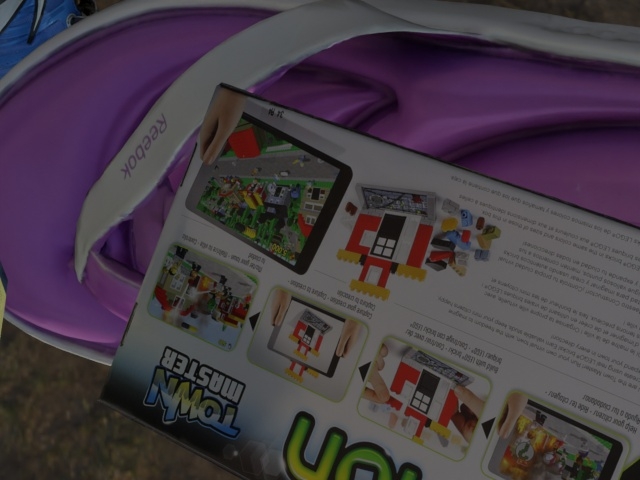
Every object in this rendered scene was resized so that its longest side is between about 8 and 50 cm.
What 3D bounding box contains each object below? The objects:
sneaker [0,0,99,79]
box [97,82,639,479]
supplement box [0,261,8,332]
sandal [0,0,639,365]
[{"bbox_3d":[-0.182,-0.160,0.808,0.147,0.130,0.330,24,110,-22],"label":"sneaker"},{"bbox_3d":[0.035,0.035,0.407,0.036,0.207,0.114,18,94,-57],"label":"box"},{"bbox_3d":[-0.144,0.024,0.413,0.083,0.083,0.056,-10,127,2],"label":"supplement box"},{"bbox_3d":[-0.003,-0.015,0.513,0.416,0.102,0.169,-2,104,31],"label":"sandal"}]
